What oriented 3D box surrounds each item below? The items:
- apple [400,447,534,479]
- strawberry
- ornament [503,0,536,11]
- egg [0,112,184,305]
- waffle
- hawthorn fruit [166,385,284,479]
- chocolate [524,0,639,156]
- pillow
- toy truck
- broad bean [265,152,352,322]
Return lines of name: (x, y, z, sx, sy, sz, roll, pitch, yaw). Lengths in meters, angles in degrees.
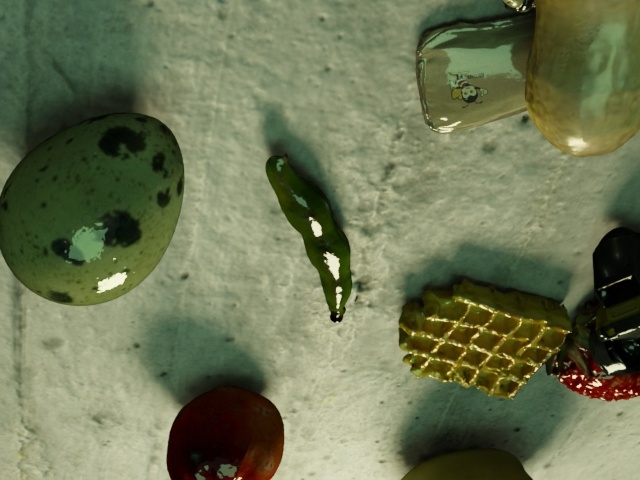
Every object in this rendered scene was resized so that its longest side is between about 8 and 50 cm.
apple: (0.220, 0.426, 1.564, 0.262, 0.262, 0.262, -3, 134, -3)
strawberry: (0.409, 0.164, 1.427, 0.208, 0.087, 0.167, 18, 128, -24)
ornament: (0.132, -0.258, 0.991, 0.203, 0.081, 0.088, 20, 130, -24)
egg: (-0.232, -0.035, 1.109, 0.177, 0.177, 0.228, 34, 111, -32)
waffle: (0.194, 0.126, 1.389, 0.211, 0.055, 0.160, 14, 130, -20)
hawthorn fruit: (-0.130, 0.292, 1.426, 0.157, 0.194, 0.157, 4, 130, 5)
chocolate: (0.260, -0.221, 0.989, 0.134, 0.134, 0.309, -5, 122, -1)
pillow: (0.214, -0.182, 1.103, 0.232, 0.038, 0.131, -12, 127, 6)
toy truck: (0.430, 0.076, 1.309, 0.224, 0.165, 0.147, 11, 151, -36)
broad bean: (0.001, 0.000, 1.257, 0.060, 0.043, 0.297, -8, 136, 15)
